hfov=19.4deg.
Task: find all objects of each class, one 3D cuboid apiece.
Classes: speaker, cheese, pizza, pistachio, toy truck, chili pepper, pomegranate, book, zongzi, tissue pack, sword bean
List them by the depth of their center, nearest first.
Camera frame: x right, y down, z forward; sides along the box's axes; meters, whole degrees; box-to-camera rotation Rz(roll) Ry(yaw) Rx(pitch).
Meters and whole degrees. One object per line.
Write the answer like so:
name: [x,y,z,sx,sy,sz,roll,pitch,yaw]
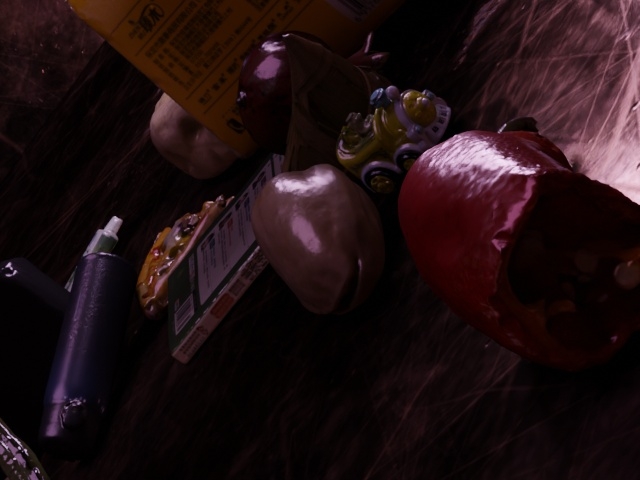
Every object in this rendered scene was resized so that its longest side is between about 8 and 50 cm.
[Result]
chili pepper: [0.117,-0.014,1.274,0.131,0.134,0.338,-66,16,9]
pistachio: [0.000,0.000,1.627,0.185,0.108,0.126,-134,56,-66]
toy truck: [0.064,-0.099,1.685,0.111,0.077,0.076,-38,23,44]
zongzi: [-0.024,-0.096,1.762,0.189,0.178,0.081,-50,45,17]
pomegranate: [-0.006,-0.149,1.868,0.159,0.129,0.129,-9,29,8]
book: [-0.074,-0.011,1.985,0.264,0.027,0.202,-51,17,14]
tissue pack: [-0.044,-0.323,2.024,0.382,0.293,0.228,-42,12,37]
sword bean: [-0.393,0.200,2.122,0.043,0.269,0.038,-25,-33,-43]
pizza: [-0.158,0.010,2.158,0.176,0.036,0.184,-44,20,32]
speaker: [-0.406,0.176,2.286,0.388,0.180,0.184,-48,13,23]
cheese: [-0.121,-0.177,2.290,0.218,0.117,0.235,-52,13,15]

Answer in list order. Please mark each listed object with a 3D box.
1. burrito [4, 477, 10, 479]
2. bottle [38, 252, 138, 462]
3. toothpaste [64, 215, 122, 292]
burrito: [-0.383,0.322,2.151,0.188,0.045,0.058,-46,32,18]
bottle: [-0.259,0.129,2.083,0.082,0.072,0.244,115,167,-55]
toothpaste: [-0.327,0.055,2.550,0.204,0.031,0.049,-60,15,-13]
